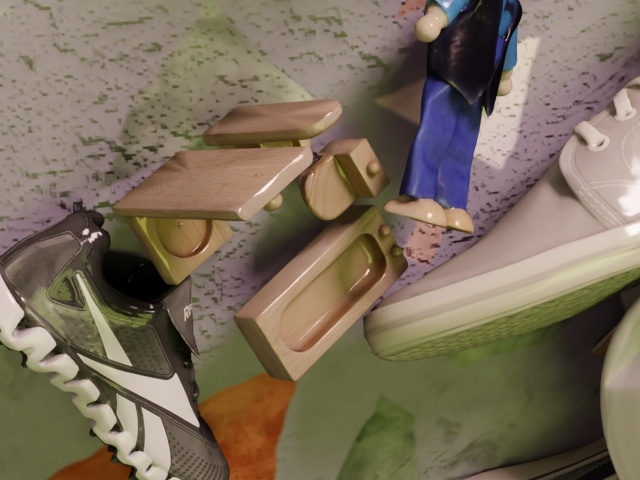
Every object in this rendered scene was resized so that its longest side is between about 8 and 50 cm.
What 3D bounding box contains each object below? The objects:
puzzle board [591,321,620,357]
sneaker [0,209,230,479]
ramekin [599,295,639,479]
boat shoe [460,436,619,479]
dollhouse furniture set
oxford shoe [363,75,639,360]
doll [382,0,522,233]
[{"bbox_3d":[0.272,0.058,1.088,0.128,0.011,0.096,7,136,-31],"label":"puzzle board"},{"bbox_3d":[-0.106,0.070,0.904,0.106,0.078,0.234,-38,124,1],"label":"sneaker"},{"bbox_3d":[0.325,0.108,0.957,0.127,0.273,0.273,-34,132,-43],"label":"ramekin"},{"bbox_3d":[0.254,0.215,1.098,0.340,0.158,0.127,-20,124,-13],"label":"boat shoe"},{"bbox_3d":[0.000,0.000,0.858,0.144,0.123,0.151,-43,116,-29],"label":"dollhouse furniture set"},{"bbox_3d":[0.223,-0.050,0.969,0.449,0.169,0.130,-27,83,0],"label":"oxford shoe"},{"bbox_3d":[0.089,-0.101,0.899,0.129,0.046,0.189,12,93,-60],"label":"doll"}]
